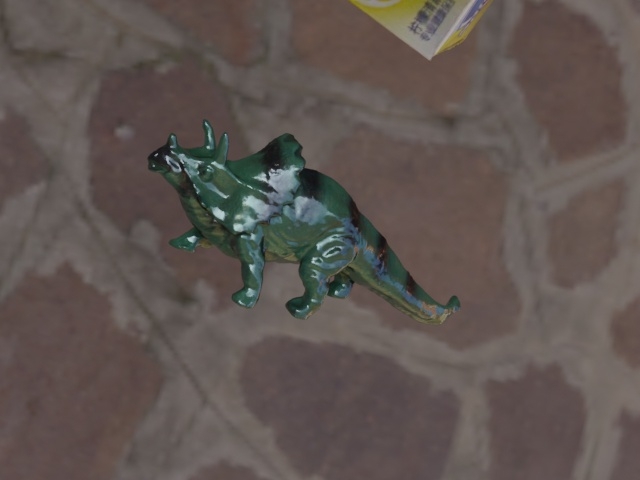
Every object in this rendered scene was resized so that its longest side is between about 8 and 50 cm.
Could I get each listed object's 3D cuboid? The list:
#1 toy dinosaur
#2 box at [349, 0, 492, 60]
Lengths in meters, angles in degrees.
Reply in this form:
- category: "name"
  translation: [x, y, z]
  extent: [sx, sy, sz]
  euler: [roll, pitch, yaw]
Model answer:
- category: "toy dinosaur"
  translation: [-0.012, 0.013, 1.401]
  extent: [0.120, 0.079, 0.292]
  euler: [-47, 120, 0]
- category: "box"
  translation: [0.091, -0.271, 1.237]
  extent: [0.265, 0.168, 0.097]
  euler: [-53, 177, 21]
